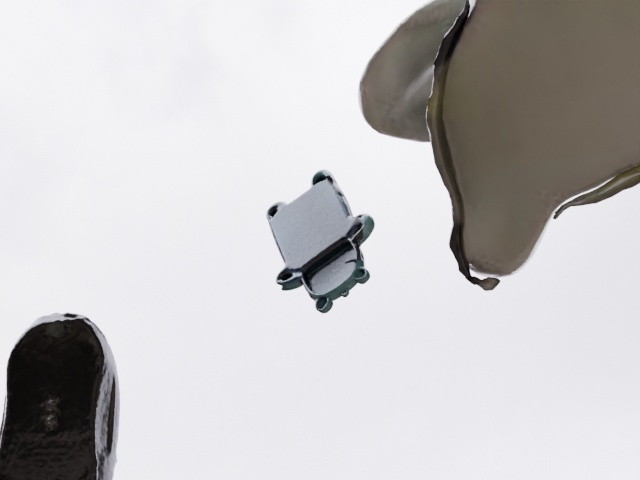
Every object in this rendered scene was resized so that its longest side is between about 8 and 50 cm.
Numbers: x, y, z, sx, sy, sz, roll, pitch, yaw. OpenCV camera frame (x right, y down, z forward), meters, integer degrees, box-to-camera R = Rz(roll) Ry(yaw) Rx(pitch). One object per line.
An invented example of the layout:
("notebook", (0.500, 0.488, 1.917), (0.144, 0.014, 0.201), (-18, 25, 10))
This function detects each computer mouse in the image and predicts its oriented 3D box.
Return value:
("computer mouse", (-0.262, 0.182, 1.129), (0.122, 0.073, 0.217), (1, -109, 5))

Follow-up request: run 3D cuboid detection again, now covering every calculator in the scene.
("calculator", (0.000, 0.000, 0.918), (0.094, 0.141, 0.019), (-35, -49, 10))

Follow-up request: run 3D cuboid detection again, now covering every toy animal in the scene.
("toy animal", (0.142, -0.115, 0.634), (0.249, 0.289, 0.174), (-30, -81, 3))
